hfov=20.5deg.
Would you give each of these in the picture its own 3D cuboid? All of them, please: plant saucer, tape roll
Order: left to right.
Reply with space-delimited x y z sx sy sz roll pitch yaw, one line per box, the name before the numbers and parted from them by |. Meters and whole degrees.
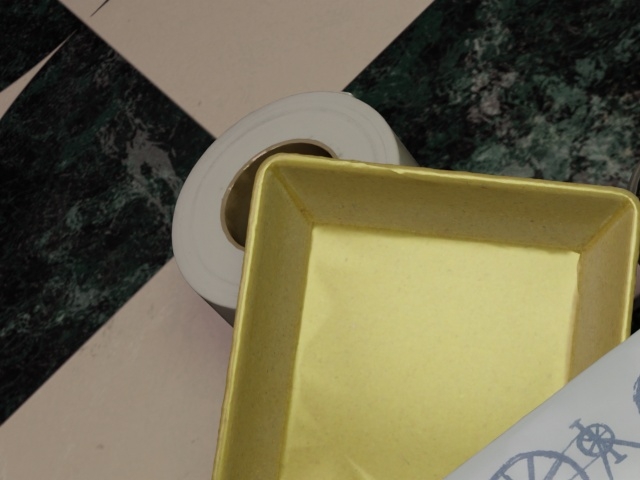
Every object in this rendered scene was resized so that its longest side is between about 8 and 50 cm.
tape roll | 0.000 0.000 1.722 0.246 0.169 0.246 -16 53 22
plant saucer | 0.092 0.108 1.513 0.333 0.081 0.332 6 80 8

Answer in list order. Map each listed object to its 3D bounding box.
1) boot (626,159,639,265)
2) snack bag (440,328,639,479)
boot | 0.385 0.017 1.498 0.229 0.091 0.263 -18 57 25
snack bag | 0.273 0.241 1.351 0.323 0.037 0.342 -36 57 -6
